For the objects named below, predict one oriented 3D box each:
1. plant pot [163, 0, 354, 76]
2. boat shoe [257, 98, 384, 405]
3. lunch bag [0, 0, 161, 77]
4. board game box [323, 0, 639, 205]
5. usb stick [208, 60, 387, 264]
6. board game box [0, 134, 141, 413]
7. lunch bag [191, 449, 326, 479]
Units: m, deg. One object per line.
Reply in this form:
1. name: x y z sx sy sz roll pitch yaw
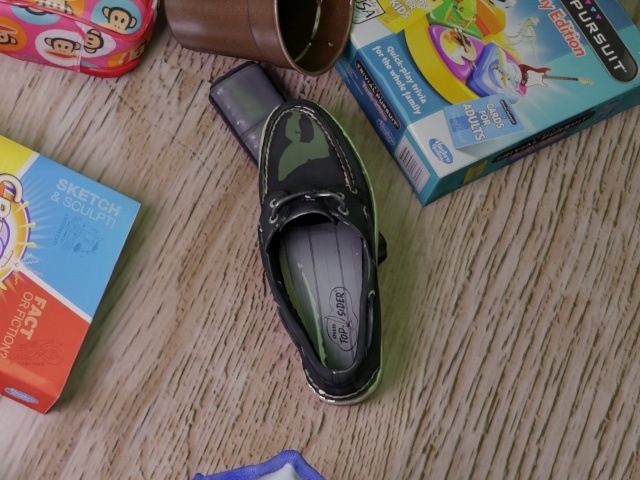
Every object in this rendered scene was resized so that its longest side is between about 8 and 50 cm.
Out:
1. plant pot: -0.073 -0.270 1.896 0.165 0.167 0.167 7 57 31
2. boat shoe: -0.004 0.001 1.798 0.127 0.113 0.340 -6 78 7
3. lunch bag: -0.313 -0.333 1.910 0.293 0.120 0.258 15 62 -6
4. board game box: 0.200 -0.222 2.005 0.336 0.079 0.254 -25 74 -23
5. usb stick: -0.026 -0.079 1.902 0.077 0.045 0.278 -30 76 -20
6. board game box: -0.372 0.001 1.740 0.316 0.064 0.242 26 62 -12
7. lunch bag: -0.022 0.440 1.548 0.385 0.239 0.328 43 59 -18
